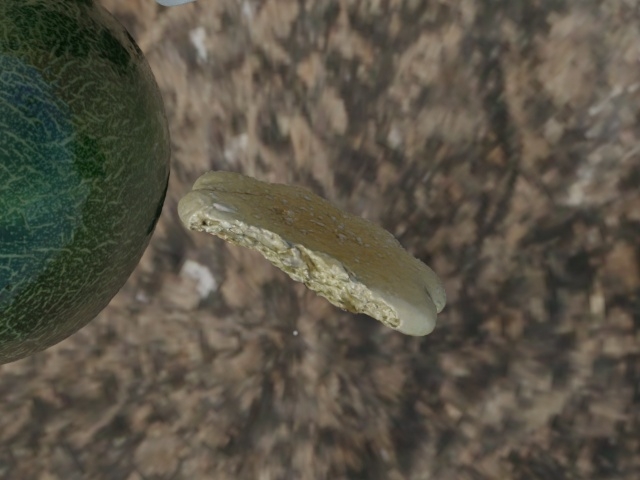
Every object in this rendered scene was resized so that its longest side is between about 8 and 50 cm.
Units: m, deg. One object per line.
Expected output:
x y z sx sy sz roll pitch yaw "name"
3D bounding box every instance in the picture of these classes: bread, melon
0.000 0.000 1.555 0.251 0.182 0.039 27 111 5 "bread"
-0.158 -0.035 0.791 0.182 0.288 0.182 -1 103 -4 "melon"

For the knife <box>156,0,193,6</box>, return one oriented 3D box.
-0.073 -0.273 1.669 0.044 0.331 0.080 35 72 -30 "knife"
